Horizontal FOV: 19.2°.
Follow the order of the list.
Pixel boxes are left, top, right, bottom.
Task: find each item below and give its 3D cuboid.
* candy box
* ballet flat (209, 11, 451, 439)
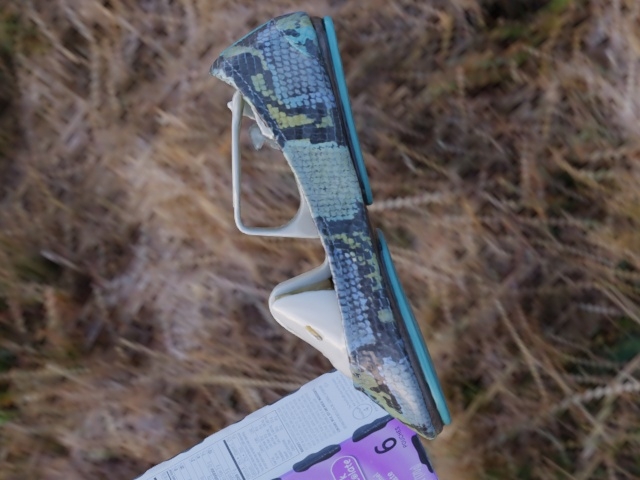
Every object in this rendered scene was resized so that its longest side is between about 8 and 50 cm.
[{"bbox_3d":[-0.017,0.189,1.218,0.196,0.165,0.070,-29,38,-5],"label":"candy box"},{"bbox_3d":[0.000,0.000,0.794,0.070,0.070,0.188,-16,94,19],"label":"ballet flat"}]
